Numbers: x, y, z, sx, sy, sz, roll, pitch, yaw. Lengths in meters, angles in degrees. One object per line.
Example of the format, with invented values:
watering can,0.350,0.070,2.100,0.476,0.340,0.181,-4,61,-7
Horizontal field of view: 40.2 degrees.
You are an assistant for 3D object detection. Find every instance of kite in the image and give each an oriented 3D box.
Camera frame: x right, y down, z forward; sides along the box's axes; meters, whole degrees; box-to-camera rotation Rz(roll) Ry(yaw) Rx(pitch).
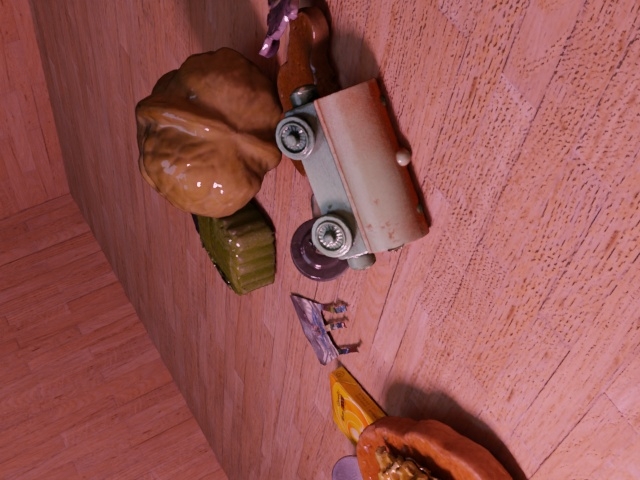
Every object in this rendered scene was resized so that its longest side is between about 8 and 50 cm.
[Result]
kite,0.016,0.192,1.802,0.169,0.015,0.310,69,161,-7

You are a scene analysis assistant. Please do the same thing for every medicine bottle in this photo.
medicine bottle,0.072,0.503,1.844,0.083,0.083,0.203,57,175,22

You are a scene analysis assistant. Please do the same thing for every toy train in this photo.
toy train,0.052,-0.100,1.271,0.177,0.116,0.285,-15,99,30

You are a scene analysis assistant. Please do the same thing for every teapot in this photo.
teapot,-0.008,0.007,1.542,0.149,0.111,0.108,56,171,10

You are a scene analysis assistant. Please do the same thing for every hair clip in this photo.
hair clip,-0.036,-0.357,1.248,0.187,0.056,0.146,-17,59,57

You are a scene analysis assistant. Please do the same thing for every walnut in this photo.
walnut,-0.194,-0.191,1.557,0.253,0.282,0.277,48,166,-21

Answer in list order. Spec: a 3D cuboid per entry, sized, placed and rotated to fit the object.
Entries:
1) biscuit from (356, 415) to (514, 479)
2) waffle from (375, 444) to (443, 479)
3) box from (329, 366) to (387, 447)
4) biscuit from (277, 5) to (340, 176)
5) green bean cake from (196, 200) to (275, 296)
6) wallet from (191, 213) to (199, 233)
biscuit,0.219,0.448,1.475,0.455,0.078,0.349,11,129,56
waffle,0.177,0.464,1.445,0.245,0.052,0.254,24,136,50
box,0.105,0.390,1.758,0.269,0.044,0.152,42,146,44
biscuit,-0.012,-0.226,1.391,0.183,0.047,0.319,42,148,42
green bean cake,-0.188,-0.007,1.931,0.214,0.113,0.200,49,154,37
wallet,-0.298,-0.109,2.188,0.247,0.041,0.322,40,144,46
